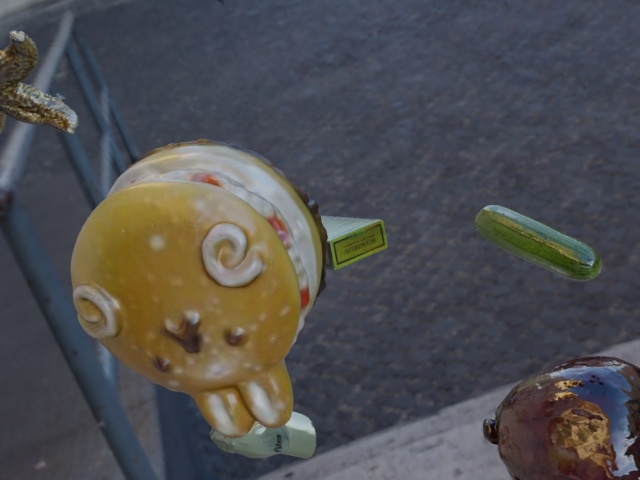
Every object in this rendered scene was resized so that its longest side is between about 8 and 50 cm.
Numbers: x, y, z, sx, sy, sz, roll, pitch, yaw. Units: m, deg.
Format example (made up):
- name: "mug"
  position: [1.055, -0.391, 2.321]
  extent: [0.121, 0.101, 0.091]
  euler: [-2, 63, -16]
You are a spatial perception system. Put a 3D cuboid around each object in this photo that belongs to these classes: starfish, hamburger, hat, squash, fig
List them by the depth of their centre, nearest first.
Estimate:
- name: "starfish"
  position: [-0.364, -0.165, 1.240]
  extent: [0.277, 0.236, 0.062]
  euler: [-41, 23, 59]
- name: "hamburger"
  position: [-0.128, 0.059, 1.288]
  extent: [0.261, 0.302, 0.186]
  euler: [-10, 28, 16]
- name: "fig"
  position: [0.340, 0.257, 1.522]
  extent: [0.224, 0.224, 0.263]
  euler: [-27, 29, -14]
- name: "hat"
  position: [-0.093, 0.325, 1.920]
  extent: [0.166, 0.122, 0.081]
  euler: [18, 41, -8]
- name: "squash"
  position: [0.358, 0.004, 1.974]
  extent: [0.239, 0.069, 0.069]
  euler: [27, 49, 30]

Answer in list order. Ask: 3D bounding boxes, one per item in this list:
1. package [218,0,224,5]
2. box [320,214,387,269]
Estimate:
- name: "package"
  position: [-0.153, -0.381, 1.669]
  extent: [0.033, 0.110, 0.077]
  euler: [-34, 61, -27]
- name: "box"
  position: [0.000, 0.001, 2.261]
  extent: [0.141, 0.064, 0.220]
  euler: [-23, 17, -37]
